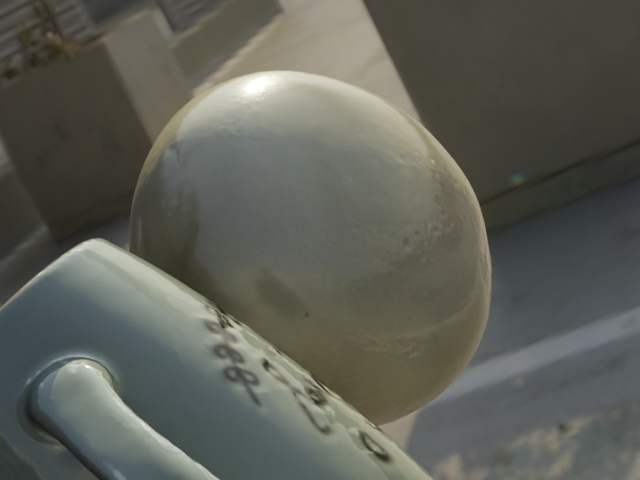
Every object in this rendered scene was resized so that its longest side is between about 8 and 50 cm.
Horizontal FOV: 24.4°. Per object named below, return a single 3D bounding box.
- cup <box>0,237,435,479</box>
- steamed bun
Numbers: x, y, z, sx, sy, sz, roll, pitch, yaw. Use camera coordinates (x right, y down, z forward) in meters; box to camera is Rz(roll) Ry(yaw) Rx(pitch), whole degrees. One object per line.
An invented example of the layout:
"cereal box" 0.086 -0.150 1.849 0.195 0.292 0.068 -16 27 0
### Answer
"cup" -0.065 0.117 0.679 0.186 0.234 0.258 -46 0 -12
"steamed bun" 0.000 0.000 1.247 0.324 0.324 0.206 -43 -7 -48
